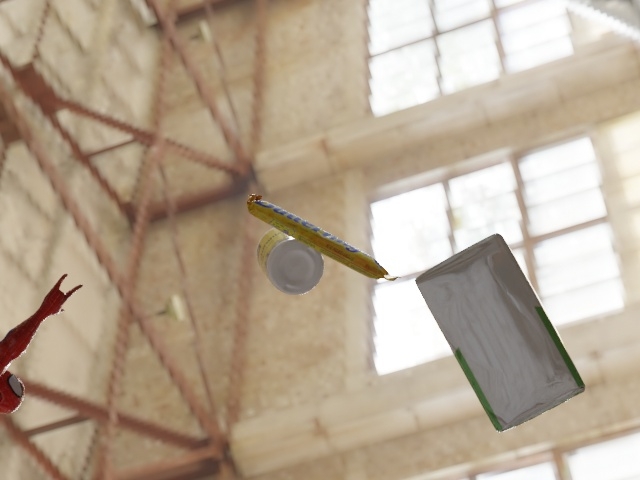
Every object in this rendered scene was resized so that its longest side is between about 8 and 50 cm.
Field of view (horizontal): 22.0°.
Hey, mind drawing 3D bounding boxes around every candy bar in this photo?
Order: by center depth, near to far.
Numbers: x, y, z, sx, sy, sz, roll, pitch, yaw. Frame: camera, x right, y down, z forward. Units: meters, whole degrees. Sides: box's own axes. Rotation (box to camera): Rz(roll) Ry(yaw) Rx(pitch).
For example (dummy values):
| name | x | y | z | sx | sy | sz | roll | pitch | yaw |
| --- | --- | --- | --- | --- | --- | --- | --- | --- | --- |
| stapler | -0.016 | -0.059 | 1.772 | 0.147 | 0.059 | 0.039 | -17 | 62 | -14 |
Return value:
| name | x | y | z | sx | sy | sz | roll | pitch | yaw |
| --- | --- | --- | --- | --- | --- | --- | --- | --- | --- |
| candy bar | 0.000 | 0.000 | 1.522 | 0.161 | 0.018 | 0.040 | 29 | -171 | 6 |

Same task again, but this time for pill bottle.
| name | x | y | z | sx | sy | sz | roll | pitch | yaw |
| --- | --- | --- | --- | --- | --- | --- | --- | --- | --- |
| pill bottle | -0.037 | 0.019 | 1.855 | 0.116 | 0.065 | 0.065 | -135 | 24 | -75 |

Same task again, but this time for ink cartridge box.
| name | x | y | z | sx | sy | sz | roll | pitch | yaw |
| --- | --- | --- | --- | --- | --- | --- | --- | --- | --- |
| ink cartridge box | 0.166 | 0.083 | 1.539 | 0.160 | 0.093 | 0.219 | 61 | -176 | 4 |

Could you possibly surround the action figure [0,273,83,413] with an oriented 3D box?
| name | x | y | z | sx | sy | sz | roll | pitch | yaw |
| --- | --- | --- | --- | --- | --- | --- | --- | --- | --- |
| action figure | -0.293 | 0.031 | 1.229 | 0.139 | 0.091 | 0.280 | -57 | -43 | -16 |
